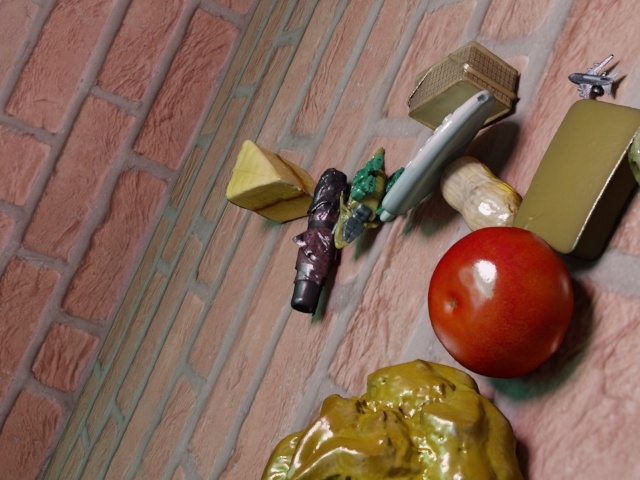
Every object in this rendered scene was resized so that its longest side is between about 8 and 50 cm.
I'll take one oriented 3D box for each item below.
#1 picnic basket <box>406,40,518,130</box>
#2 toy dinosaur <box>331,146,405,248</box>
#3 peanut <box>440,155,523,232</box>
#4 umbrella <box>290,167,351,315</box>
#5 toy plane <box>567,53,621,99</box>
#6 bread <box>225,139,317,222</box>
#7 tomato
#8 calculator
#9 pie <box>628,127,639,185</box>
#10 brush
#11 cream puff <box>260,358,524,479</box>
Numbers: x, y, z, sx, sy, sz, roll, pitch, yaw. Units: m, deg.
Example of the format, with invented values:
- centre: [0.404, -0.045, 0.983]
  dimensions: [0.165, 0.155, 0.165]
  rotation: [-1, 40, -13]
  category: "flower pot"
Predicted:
- centre: [0.234, -0.244, 1.209]
  dimensions: [0.164, 0.115, 0.079]
  rotation: [-23, 48, 55]
  category: "picnic basket"
- centre: [0.099, -0.104, 1.384]
  dimensions: [0.153, 0.094, 0.259]
  rotation: [-37, 25, 54]
  category: "toy dinosaur"
- centre: [0.237, -0.061, 1.077]
  dimensions: [0.087, 0.087, 0.206]
  rotation: [-57, 28, 17]
  category: "peanut"
- centre: [0.000, 0.000, 1.474]
  dimensions: [0.090, 0.094, 0.325]
  rotation: [6, 63, 16]
  category: "umbrella"
- centre: [0.378, -0.222, 1.014]
  dimensions: [0.078, 0.031, 0.083]
  rotation: [-64, 26, 2]
  category: "toy plane"
- centre: [-0.077, -0.152, 1.672]
  dimensions: [0.264, 0.168, 0.163]
  rotation: [-11, 58, 56]
  category: "bread"
- centre: [0.216, 0.077, 0.906]
  dimensions: [0.195, 0.136, 0.195]
  rotation: [-4, 85, 59]
  category: "tomato"
- centre: [0.182, -0.124, 1.169]
  dimensions: [0.184, 0.042, 0.295]
  rotation: [-38, -12, -40]
  category: "calculator"
- centre: [0.453, -0.095, 0.671]
  dimensions: [0.323, 0.070, 0.323]
  rotation: [-29, 36, 23]
  category: "pie"
- centre: [0.337, -0.076, 0.929]
  dimensions: [0.197, 0.059, 0.123]
  rotation: [-64, 28, 7]
  category: "brush"
- centre: [0.066, 0.290, 0.907]
  dimensions: [0.324, 0.257, 0.291]
  rotation: [-40, 39, 41]
  category: "cream puff"
